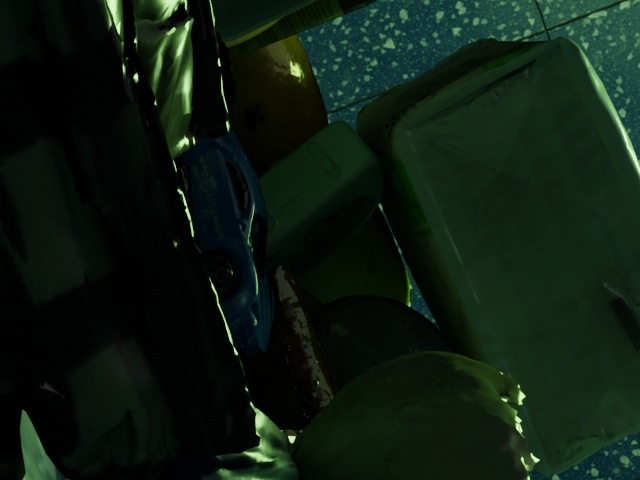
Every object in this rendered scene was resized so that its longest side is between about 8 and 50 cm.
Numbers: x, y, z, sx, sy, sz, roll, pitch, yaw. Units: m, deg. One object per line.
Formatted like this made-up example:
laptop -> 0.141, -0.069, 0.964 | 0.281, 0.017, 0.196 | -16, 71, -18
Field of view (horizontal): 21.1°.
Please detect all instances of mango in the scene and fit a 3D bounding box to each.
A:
mango -> -0.078, -0.167, 1.496 | 0.177, 0.120, 0.295 | -106, 174, -61

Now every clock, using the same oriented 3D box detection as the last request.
clock -> -0.017, -0.018, 1.477 | 0.060, 0.148, 0.188 | 49, -9, 14

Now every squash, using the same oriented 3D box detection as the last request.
squash -> 0.000, 0.000, 1.701 | 0.247, 0.132, 0.132 | 61, 9, -53

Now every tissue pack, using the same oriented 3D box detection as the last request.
tissue pack -> 0.181, -0.006, 1.571 | 0.331, 0.205, 0.405 | 64, 2, -7

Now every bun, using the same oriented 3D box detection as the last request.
bun -> 0.040, 0.185, 0.965 | 0.259, 0.152, 0.259 | 178, -90, -90

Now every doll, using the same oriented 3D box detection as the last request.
doll -> 0.077, 0.200, 1.449 | 0.246, 0.158, 0.340 | 16, -45, 50

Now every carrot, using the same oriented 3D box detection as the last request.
carrot -> -0.005, 0.141, 1.302 | 0.070, 0.070, 0.260 | 55, 14, -74

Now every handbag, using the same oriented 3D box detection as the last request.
handbag -> -0.117, -0.118, 0.531 | 0.325, 0.162, 0.327 | -94, 171, -65

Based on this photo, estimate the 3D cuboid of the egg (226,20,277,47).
egg -> -0.088, -0.227, 1.122 | 0.244, 0.201, 0.201 | 85, -11, -57

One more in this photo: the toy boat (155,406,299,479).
toy boat -> -0.074, 0.048, 0.875 | 0.210, 0.070, 0.291 | 72, -3, -55

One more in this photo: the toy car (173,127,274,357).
toy car -> -0.071, -0.021, 1.258 | 0.103, 0.063, 0.216 | 59, 11, -73

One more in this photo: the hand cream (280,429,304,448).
hand cream -> 0.034, 0.177, 1.221 | 0.079, 0.050, 0.275 | 46, 20, 31

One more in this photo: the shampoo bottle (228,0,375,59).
shampoo bottle -> -0.020, -0.213, 1.330 | 0.101, 0.284, 0.101 | -22, 90, -86

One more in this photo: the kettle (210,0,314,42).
kettle -> -0.068, -0.193, 0.887 | 0.160, 0.243, 0.210 | -105, 174, -57
